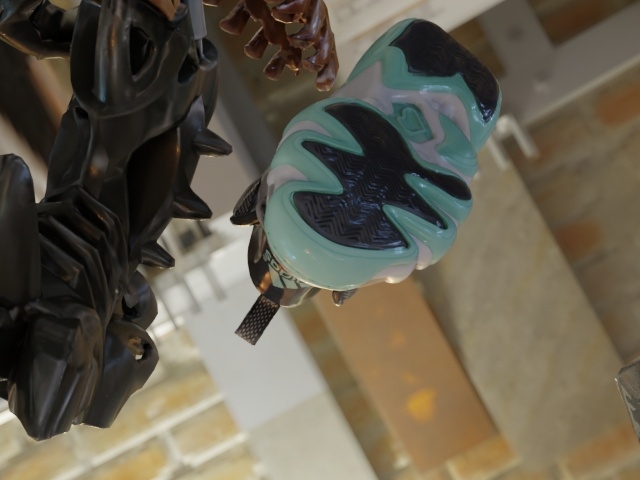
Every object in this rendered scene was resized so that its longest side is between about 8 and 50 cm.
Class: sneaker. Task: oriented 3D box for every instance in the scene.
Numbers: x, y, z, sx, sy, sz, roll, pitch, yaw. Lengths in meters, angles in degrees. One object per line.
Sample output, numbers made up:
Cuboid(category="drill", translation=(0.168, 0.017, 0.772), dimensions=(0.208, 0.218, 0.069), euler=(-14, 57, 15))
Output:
Cuboid(category="sneaker", translation=(0.000, 0.000, 0.373), dimensions=(0.069, 0.038, 0.098), euler=(-49, 179, 30))

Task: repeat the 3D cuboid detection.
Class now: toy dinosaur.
Cuboid(category="toy dinosaur", translation=(-0.067, -0.080, 0.405), dimensions=(0.322, 0.218, 0.164), euler=(21, 176, -42))

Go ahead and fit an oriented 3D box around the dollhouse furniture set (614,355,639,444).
Cuboid(category="dollhouse furniture set", translation=(0.135, 0.142, 0.330), dimensions=(0.259, 0.262, 0.135), euler=(-34, -173, 10))
